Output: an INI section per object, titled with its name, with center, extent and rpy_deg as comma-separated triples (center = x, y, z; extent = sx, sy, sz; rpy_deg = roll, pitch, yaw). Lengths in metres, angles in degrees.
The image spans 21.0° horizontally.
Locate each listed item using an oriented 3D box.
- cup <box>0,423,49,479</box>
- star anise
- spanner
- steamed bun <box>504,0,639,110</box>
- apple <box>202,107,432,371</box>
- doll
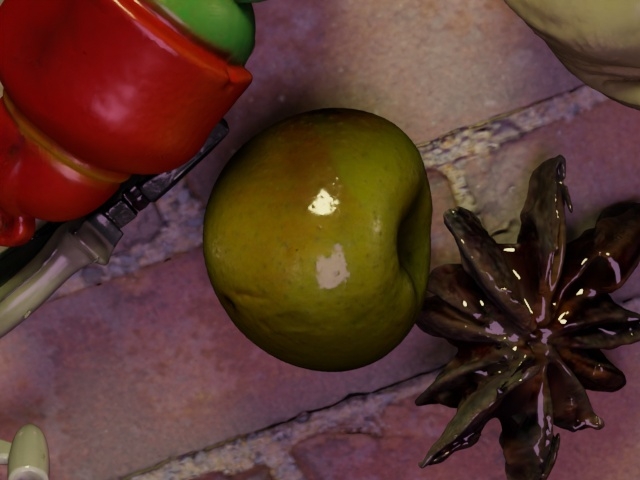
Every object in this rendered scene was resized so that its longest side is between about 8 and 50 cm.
[cup]
center = -0.362, 0.190, 1.341
extent = 0.300, 0.173, 0.167
rpy_deg = -4, 119, -6
[star anise]
center = 0.165, 0.067, 1.376
extent = 0.212, 0.129, 0.282
rpy_deg = -3, 109, -12
[spanner]
center = -0.199, 0.006, 1.308
extent = 0.325, 0.095, 0.040
rpy_deg = -37, 116, 13
[steamed bun]
center = 0.280, -0.188, 1.188
extent = 0.320, 0.275, 0.206
rpy_deg = 18, 133, 24
[apple]
center = 0.000, 0.000, 1.283
extent = 0.157, 0.196, 0.196
rpy_deg = 2, 121, 25
[doll]
center = -0.136, -0.140, 1.197
extent = 0.183, 0.160, 0.363
rpy_deg = 42, 110, 19
